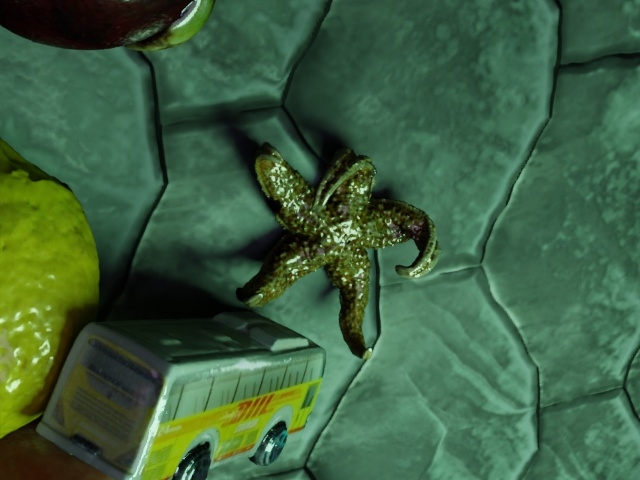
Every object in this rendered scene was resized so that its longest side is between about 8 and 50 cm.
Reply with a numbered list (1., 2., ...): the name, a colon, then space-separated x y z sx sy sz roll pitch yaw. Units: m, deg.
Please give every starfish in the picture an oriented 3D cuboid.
1. starfish: 0.000 0.000 0.784 0.146 0.074 0.190 -48 120 1

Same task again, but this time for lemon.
1. lemon: -0.228 0.032 0.649 0.180 0.180 0.193 -27 88 -9

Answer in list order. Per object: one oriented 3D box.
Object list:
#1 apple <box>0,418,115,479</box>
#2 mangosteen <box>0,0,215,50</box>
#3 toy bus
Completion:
1. apple: -0.214 0.319 0.687 0.364 0.364 0.364 -8 114 -18
2. mangosteen: -0.122 -0.198 0.599 0.230 0.194 0.194 18 106 -53
3. toy bus: -0.082 0.107 0.716 0.268 0.092 0.106 9 105 -67
